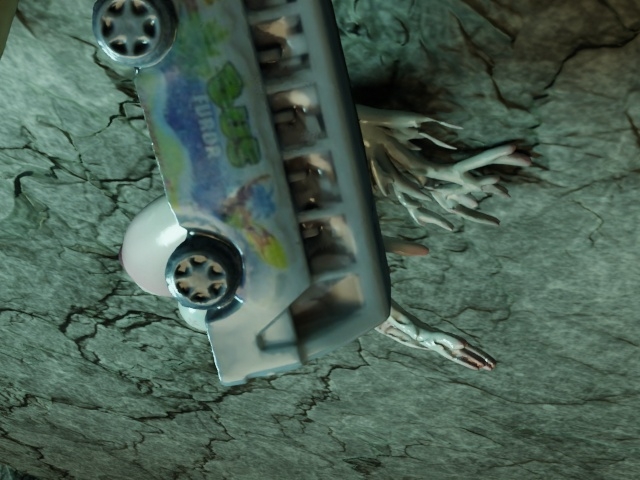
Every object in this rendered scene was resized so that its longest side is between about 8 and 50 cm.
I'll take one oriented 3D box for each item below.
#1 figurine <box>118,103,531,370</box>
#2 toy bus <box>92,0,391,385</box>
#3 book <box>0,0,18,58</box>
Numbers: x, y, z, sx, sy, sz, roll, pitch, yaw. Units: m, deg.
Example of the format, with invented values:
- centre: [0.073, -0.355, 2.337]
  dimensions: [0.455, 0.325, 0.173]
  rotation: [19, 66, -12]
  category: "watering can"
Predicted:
- centre: [0.001, -0.014, 0.764]
  dimensions: [0.284, 0.206, 0.316]
  rotation: [28, 156, -14]
  category: "figurine"
- centre: [-0.046, -0.077, 0.548]
  dimensions: [0.136, 0.109, 0.329]
  rotation: [-12, 109, 6]
  category: "toy bus"
- centre: [-0.339, -0.180, 0.470]
  dimensions: [0.379, 0.264, 0.031]
  rotation: [23, -171, 3]
  category: "book"
